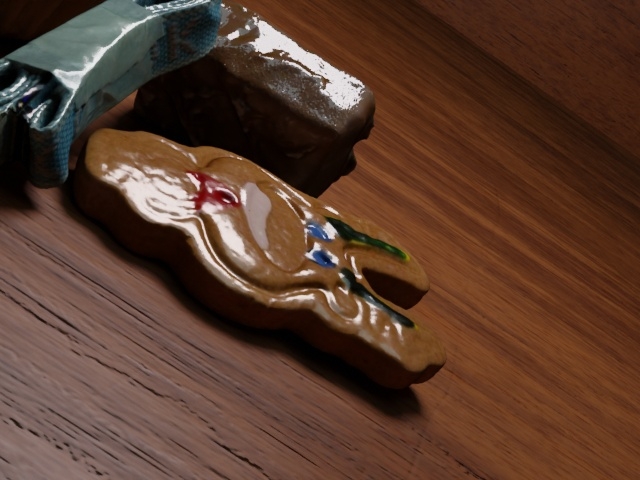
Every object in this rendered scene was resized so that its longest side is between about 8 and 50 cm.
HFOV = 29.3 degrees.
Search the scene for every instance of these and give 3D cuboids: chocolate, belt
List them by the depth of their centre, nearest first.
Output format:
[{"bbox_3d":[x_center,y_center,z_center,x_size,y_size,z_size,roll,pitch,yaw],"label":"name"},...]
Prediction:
[{"bbox_3d":[-0.171,-0.139,0.959,0.087,0.072,0.302,31,42,7],"label":"belt"},{"bbox_3d":[-0.064,-0.120,1.149,0.214,0.148,0.093,33,49,3],"label":"chocolate"}]

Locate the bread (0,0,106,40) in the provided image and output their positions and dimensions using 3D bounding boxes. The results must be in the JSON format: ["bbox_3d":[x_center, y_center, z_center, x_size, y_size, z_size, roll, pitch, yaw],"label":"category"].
[{"bbox_3d":[-0.285,-0.278,1.143,0.274,0.149,0.274,28,16,-8],"label":"bread"}]

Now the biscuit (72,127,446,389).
[{"bbox_3d":[-0.042,0.001,0.998,0.334,0.047,0.202,25,29,-17],"label":"biscuit"}]
